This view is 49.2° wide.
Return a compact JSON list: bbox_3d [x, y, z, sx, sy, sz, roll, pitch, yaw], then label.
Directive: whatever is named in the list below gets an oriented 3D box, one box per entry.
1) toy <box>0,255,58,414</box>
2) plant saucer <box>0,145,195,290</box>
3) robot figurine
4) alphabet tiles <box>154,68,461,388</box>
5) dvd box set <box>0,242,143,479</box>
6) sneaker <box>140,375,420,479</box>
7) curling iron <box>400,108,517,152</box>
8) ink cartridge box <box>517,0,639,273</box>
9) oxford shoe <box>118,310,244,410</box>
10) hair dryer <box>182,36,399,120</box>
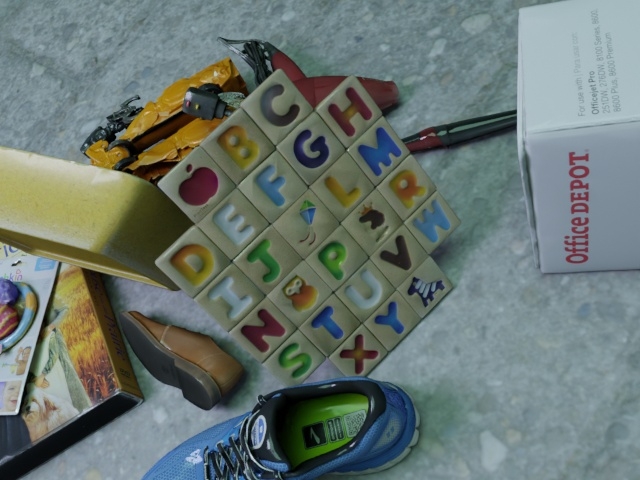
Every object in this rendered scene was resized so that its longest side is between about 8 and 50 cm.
[{"bbox_3d":[-0.449,0.117,0.949,0.137,0.056,0.237,-6,61,15],"label":"toy"},{"bbox_3d":[-0.307,-0.020,0.854,0.333,0.333,0.080,12,78,13],"label":"plant saucer"},{"bbox_3d":[-0.226,-0.147,1.064,0.291,0.085,0.211,-31,56,2],"label":"robot figurine"},{"bbox_3d":[0.000,0.000,0.770,0.285,0.342,0.011,-44,26,-6],"label":"alphabet tiles"},{"bbox_3d":[-0.456,0.129,1.015,0.308,0.062,0.420,-31,57,2],"label":"dvd box set"},{"bbox_3d":[-0.062,0.222,0.766,0.330,0.147,0.129,-25,57,7],"label":"sneaker"},{"bbox_3d":[0.159,-0.126,0.937,0.274,0.035,0.068,-18,67,10],"label":"curling iron"},{"bbox_3d":[0.403,-0.104,0.682,0.395,0.285,0.166,-4,60,18],"label":"ink cartridge box"},{"bbox_3d":[-0.185,0.143,0.914,0.212,0.076,0.076,27,45,32],"label":"oxford shoe"},{"bbox_3d":[-0.032,-0.232,0.997,0.294,0.080,0.223,16,49,5],"label":"hair dryer"}]
